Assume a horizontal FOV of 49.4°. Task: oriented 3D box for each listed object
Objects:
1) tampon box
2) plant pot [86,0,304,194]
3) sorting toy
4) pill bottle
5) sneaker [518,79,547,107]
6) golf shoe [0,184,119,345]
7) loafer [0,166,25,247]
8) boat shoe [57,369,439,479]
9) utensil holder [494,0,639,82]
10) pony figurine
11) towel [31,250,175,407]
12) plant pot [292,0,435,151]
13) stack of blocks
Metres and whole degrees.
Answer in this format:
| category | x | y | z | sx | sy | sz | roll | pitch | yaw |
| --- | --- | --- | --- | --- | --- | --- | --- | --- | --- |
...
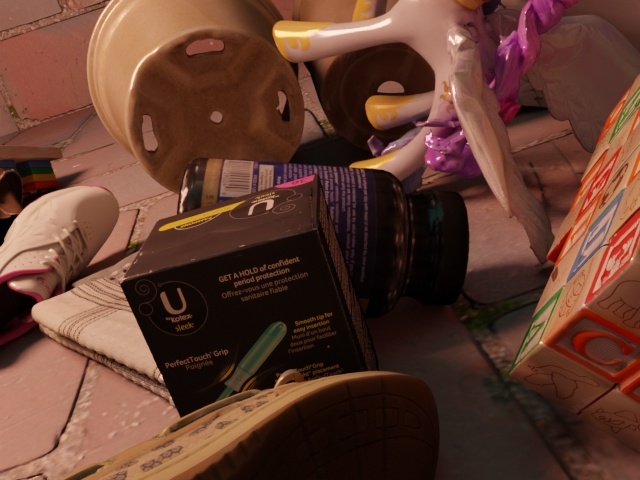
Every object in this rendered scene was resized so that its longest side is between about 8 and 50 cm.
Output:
| category | x | y | z | sx | sy | sz | roll | pitch | yaw |
| --- | --- | --- | --- | --- | --- | --- | --- | --- | --- |
| tampon box | -0.035 | 0.058 | 0.458 | 0.120 | 0.161 | 0.101 | -15 | 22 | 6 |
| plant pot | -0.160 | -0.204 | 0.980 | 0.334 | 0.333 | 0.305 | -21 | 27 | -7 |
| sorting toy | -0.686 | -0.114 | 1.397 | 0.256 | 0.089 | 0.257 | -14 | 5 | 8 |
| pill bottle | 0.000 | 0.000 | 0.560 | 0.219 | 0.122 | 0.123 | 4 | 22 | -4 |
| sneaker | 0.293 | -0.216 | 0.991 | 0.158 | 0.061 | 0.065 | -10 | 16 | 18 |
| golf shoe | -0.335 | 0.038 | 0.832 | 0.140 | 0.115 | 0.306 | 9 | 41 | 33 |
| loafer | -0.490 | -0.005 | 1.043 | 0.130 | 0.133 | 0.366 | 2 | 29 | -12 |
| boat shoe | -0.053 | 0.124 | 0.330 | 0.285 | 0.104 | 0.089 | -9 | 7 | -42 |
| utensil holder | 0.418 | -0.331 | 0.755 | 0.386 | 0.327 | 0.327 | 5 | 31 | 33 |
| pony figurine | 0.148 | -0.164 | 0.679 | 0.303 | 0.351 | 0.363 | -30 | 5 | -38 |
| towel | -0.114 | 0.030 | 0.726 | 0.312 | 0.056 | 0.324 | -34 | 26 | -34 |
| plant pot | 0.107 | -0.283 | 1.021 | 0.323 | 0.323 | 0.280 | -12 | 39 | 16 |
| stack of blocks | 0.218 | -0.027 | 0.425 | 0.087 | 0.171 | 0.297 | 30 | 56 | 9 |
